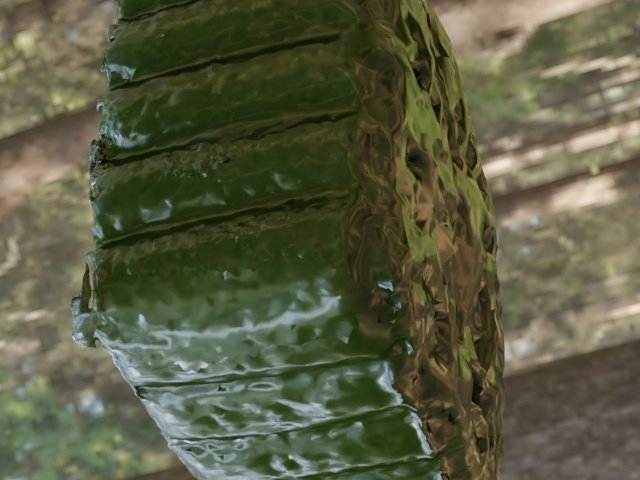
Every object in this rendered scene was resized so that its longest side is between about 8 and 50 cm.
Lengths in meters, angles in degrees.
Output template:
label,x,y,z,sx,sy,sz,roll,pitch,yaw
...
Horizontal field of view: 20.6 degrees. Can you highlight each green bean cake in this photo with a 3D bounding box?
label,x,y,z,sx,sy,sz,roll,pitch,yaw
green bean cake,0.000,0.000,0.854,0.250,0.156,0.247,61,-157,-49
